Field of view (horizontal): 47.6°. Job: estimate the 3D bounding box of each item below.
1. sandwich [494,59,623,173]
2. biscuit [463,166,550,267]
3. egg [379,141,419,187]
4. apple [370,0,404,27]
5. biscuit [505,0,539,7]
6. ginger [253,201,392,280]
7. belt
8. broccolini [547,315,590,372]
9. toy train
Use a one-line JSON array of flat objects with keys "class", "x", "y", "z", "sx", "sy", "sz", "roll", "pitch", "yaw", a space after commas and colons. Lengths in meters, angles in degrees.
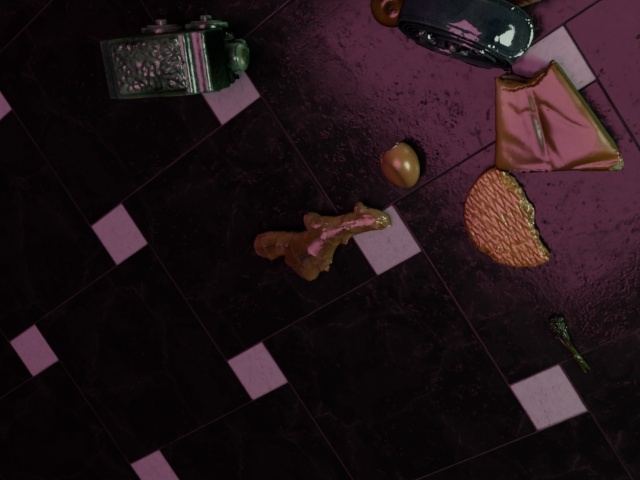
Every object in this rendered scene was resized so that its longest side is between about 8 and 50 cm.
[{"class": "sandwich", "x": 0.447, "y": -0.236, "z": 1.356, "sx": 0.227, "sy": 0.155, "sz": 0.198, "roll": 2, "pitch": 107, "yaw": 20}, {"class": "biscuit", "x": 0.376, "y": -0.037, "z": 1.511, "sx": 0.144, "sy": 0.033, "sz": 0.224, "roll": -27, "pitch": 95, "yaw": 27}, {"class": "egg", "x": 0.170, "y": -0.156, "z": 1.526, "sx": 0.080, "sy": 0.080, "sz": 0.096, "roll": -30, "pitch": 91, "yaw": 25}, {"class": "apple", "x": 0.145, "y": -0.468, "z": 1.444, "sx": 0.089, "sy": 0.074, "sz": 0.090, "roll": 3, "pitch": 124, "yaw": 5}, {"class": "biscuit", "x": 0.338, "y": -0.576, "z": 1.266, "sx": 0.044, "sy": 0.217, "sz": 0.325, "roll": -6, "pitch": 106, "yaw": 2}, {"class": "ginger", "x": 0.000, "y": 0.000, "z": 1.643, "sx": 0.333, "sy": 0.081, "sz": 0.148, "roll": -25, "pitch": 81, "yaw": 24}, {"class": "belt", "x": 0.270, "y": -0.397, "z": 1.333, "sx": 0.267, "sy": 0.206, "sz": 0.116, "roll": 26, "pitch": 97, "yaw": 32}, {"class": "broccolini", "x": 0.532, "y": 0.219, "z": 1.540, "sx": 0.035, "sy": 0.030, "sz": 0.140, "roll": -39, "pitch": 96, "yaw": -10}, {"class": "toy train", "x": -0.313, "y": -0.389, "z": 1.549, "sx": 0.299, "sy": 0.238, "sz": 0.167, "roll": 0, "pitch": 109, "yaw": 21}]
